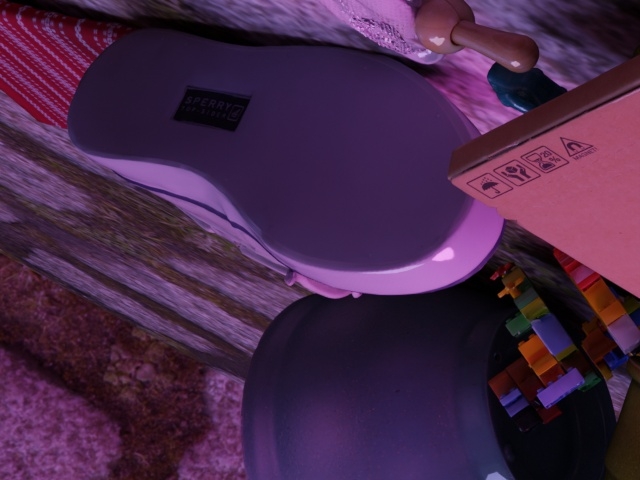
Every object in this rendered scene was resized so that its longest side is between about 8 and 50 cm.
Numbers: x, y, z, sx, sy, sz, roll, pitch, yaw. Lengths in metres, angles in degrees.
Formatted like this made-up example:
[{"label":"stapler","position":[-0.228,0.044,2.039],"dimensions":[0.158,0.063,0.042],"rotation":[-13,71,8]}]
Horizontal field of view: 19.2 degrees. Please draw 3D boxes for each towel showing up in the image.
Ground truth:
[{"label":"towel","position":[-0.173,-0.123,1.397],"dimensions":[0.275,0.031,0.199],"rotation":[16,163,38]}]

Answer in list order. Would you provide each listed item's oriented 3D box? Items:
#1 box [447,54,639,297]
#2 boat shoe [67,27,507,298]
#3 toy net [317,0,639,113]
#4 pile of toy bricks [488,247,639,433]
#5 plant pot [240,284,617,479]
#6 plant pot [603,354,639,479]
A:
[{"label":"box","position":[0.180,-0.026,0.826],"dimensions":[0.164,0.021,0.201],"rotation":[30,147,-25]},{"label":"boat shoe","position":[0.000,-0.026,1.147],"dimensions":[0.367,0.135,0.156],"rotation":[16,165,48]},{"label":"toy net","position":[0.091,-0.088,0.893],"dimensions":[0.232,0.045,0.122],"rotation":[28,172,4]},{"label":"pile of toy bricks","position":[0.156,0.057,1.310],"dimensions":[0.105,0.118,0.212],"rotation":[55,-176,12]},{"label":"plant pot","position":[0.109,0.157,1.489],"dimensions":[0.196,0.293,0.293],"rotation":[-20,139,38]},{"label":"plant pot","position":[0.299,0.307,1.210],"dimensions":[0.367,0.353,0.366],"rotation":[23,-177,-1]}]
